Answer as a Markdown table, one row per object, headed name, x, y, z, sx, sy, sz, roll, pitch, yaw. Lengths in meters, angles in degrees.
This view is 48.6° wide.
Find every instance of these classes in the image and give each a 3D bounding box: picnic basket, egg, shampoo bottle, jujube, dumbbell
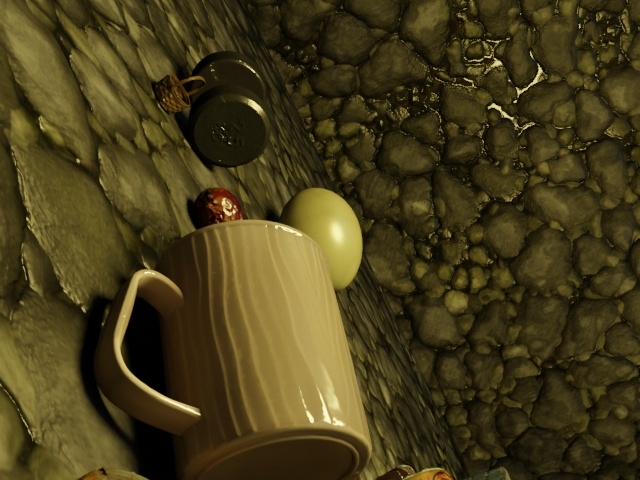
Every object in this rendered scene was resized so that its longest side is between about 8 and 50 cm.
| name | x | y | z | sx | sy | sz | roll | pitch | yaw |
| --- | --- | --- | --- | --- | --- | --- | --- | --- | --- |
| picnic basket | -0.242 | -0.266 | 1.242 | 0.072 | 0.083 | 0.072 | 62 | 11 | -21 |
| egg | 0.000 | 0.000 | 1.585 | 0.186 | 0.186 | 0.241 | 27 | 49 | -75 |
| shampoo bottle | 0.164 | 0.522 | 1.513 | 0.236 | 0.068 | 0.067 | 36 | 33 | -70 |
| jujube | -0.156 | -0.025 | 1.151 | 0.077 | 0.077 | 0.129 | -100 | 171 | -57 |
| dumbbell | -0.177 | -0.255 | 1.364 | 0.152 | 0.152 | 0.218 | 58 | 12 | -36 |

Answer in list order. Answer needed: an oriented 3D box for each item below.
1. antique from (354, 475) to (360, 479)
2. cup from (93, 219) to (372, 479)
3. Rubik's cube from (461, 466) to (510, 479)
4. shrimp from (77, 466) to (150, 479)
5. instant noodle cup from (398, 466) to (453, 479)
| name | x | y | z | sx | sy | sz | roll | pitch | yaw |
| --- | --- | --- | --- | --- | --- | --- | --- | --- | --- |
| antique | 0.008 | 0.354 | 0.961 | 0.257 | 0.121 | 0.143 | -110 | -179 | -67 |
| cup | -0.082 | 0.121 | 0.772 | 0.288 | 0.208 | 0.273 | 56 | 15 | -49 |
| Rubik's cube | 0.396 | 0.723 | 1.755 | 0.238 | 0.237 | 0.237 | 68 | 11 | 11 |
| shrimp | -0.106 | 0.221 | 0.555 | 0.132 | 0.187 | 0.051 | 21 | 89 | -62 |
| instant noodle cup | 0.202 | 0.538 | 1.311 | 0.172 | 0.216 | 0.216 | 62 | 6 | 37 |
